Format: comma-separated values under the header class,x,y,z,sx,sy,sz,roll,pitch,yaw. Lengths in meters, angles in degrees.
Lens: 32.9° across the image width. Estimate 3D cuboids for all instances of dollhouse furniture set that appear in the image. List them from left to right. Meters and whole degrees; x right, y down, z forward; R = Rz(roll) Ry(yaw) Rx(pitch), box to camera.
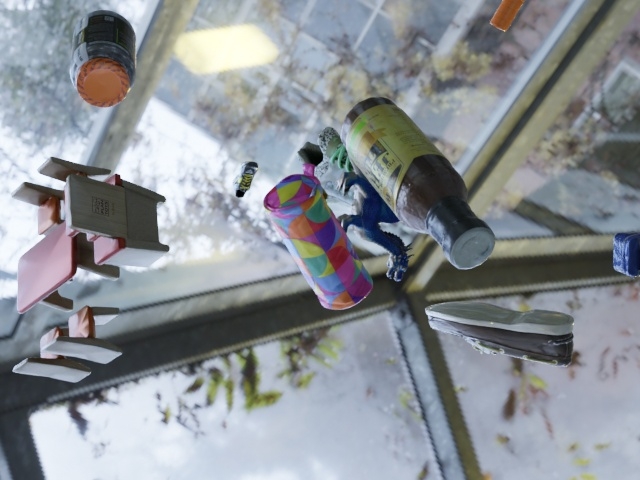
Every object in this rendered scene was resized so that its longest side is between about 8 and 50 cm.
class,x,y,z,sx,sy,sz,roll,pitch,yaw
dollhouse furniture set,-0.315,0.012,1.352,0.135,0.259,0.262,14,-123,-39

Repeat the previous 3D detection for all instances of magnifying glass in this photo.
class,x,y,z,sx,sy,sz,roll,pitch,yaw
magnifying glass,0.288,-0.376,1.395,0.026,0.231,0.092,40,-158,30

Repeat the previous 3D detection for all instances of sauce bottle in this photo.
class,x,y,z,sx,sy,sz,roll,pitch,yaw
sauce bottle,0.139,-0.086,1.557,0.111,0.111,0.344,8,-151,-30

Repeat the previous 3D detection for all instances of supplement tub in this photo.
class,x,y,z,sx,sy,sz,roll,pitch,yaw
supplement tub,-0.391,-0.326,1.956,0.117,0.117,0.190,17,-148,-20

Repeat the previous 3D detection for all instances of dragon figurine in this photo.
class,x,y,z,sx,sy,sz,roll,pitch,yaw
dragon figurine,0.104,-0.073,1.959,0.144,0.289,0.085,0,-177,-11

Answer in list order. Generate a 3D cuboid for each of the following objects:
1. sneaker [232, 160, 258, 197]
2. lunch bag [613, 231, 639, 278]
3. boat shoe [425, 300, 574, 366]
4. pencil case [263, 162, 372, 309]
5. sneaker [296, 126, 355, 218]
class,x,y,z,sx,sy,sz,roll,pitch,yaw
sneaker,-0.124,-0.102,1.830,0.031,0.083,0.035,5,-123,-21
lunch bag,0.670,0.033,2.316,0.067,0.099,0.065,-8,-168,-16
boat shoe,0.360,0.188,2.210,0.324,0.097,0.116,5,-162,33
pencil case,0.000,0.000,1.716,0.104,0.104,0.236,-83,-28,-52
sneaker,0.065,-0.148,2.199,0.182,0.410,0.158,48,-114,-18
